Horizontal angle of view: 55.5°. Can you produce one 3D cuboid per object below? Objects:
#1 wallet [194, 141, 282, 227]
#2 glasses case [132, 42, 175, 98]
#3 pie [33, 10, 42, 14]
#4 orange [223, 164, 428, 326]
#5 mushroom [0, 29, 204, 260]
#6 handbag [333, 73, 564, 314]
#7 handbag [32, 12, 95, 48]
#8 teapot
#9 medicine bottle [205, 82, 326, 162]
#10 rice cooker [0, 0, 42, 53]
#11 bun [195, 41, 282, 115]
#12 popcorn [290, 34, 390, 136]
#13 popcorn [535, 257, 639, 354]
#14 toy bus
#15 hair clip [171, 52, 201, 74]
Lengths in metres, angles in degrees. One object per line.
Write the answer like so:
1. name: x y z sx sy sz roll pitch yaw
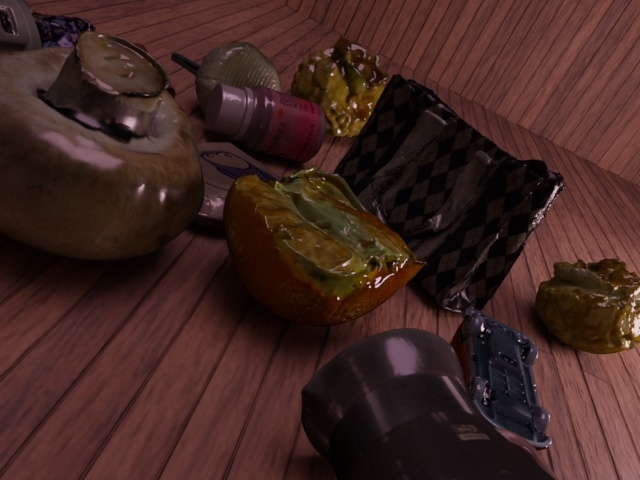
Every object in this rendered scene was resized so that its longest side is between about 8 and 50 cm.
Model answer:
1. wallet: -0.197 -0.118 1.097 0.275 0.068 0.335 38 28 23
2. glasses case: -0.391 -0.384 1.380 0.065 0.041 0.170 -6 51 -45
3. pie: -0.600 -0.409 1.214 0.205 0.084 0.179 23 28 -15
4. orange: -0.006 0.006 0.922 0.262 0.196 0.334 51 37 12
5. mushroom: -0.308 -0.125 0.805 0.352 0.260 0.352 27 30 -17
6. handbag: 0.235 -0.105 1.192 0.180 0.316 0.416 9 33 -43
7. handbag: -0.480 -0.314 1.104 0.229 0.127 0.208 -10 62 -42
8. teapot: 0.141 0.266 0.567 0.300 0.253 0.344 15 25 -27
9. medicine bottle: -0.119 -0.260 1.328 0.247 0.147 0.147 10 32 -30
10. rice cooker: -0.546 -0.270 0.862 0.227 0.241 0.280 -17 95 -58
11. bun: -0.198 -0.352 1.413 0.126 0.204 0.212 24 -20 51
12. popcorn: 0.053 -0.400 1.628 0.258 0.270 0.224 -30 44 -6
13. popcorn: 0.550 0.134 1.219 0.221 0.183 0.204 5 20 -12
14. toy bus: 0.239 0.215 0.860 0.121 0.120 0.265 27 27 -2
15. hair clip: -0.308 -0.425 1.563 0.229 0.039 0.070 39 29 31
